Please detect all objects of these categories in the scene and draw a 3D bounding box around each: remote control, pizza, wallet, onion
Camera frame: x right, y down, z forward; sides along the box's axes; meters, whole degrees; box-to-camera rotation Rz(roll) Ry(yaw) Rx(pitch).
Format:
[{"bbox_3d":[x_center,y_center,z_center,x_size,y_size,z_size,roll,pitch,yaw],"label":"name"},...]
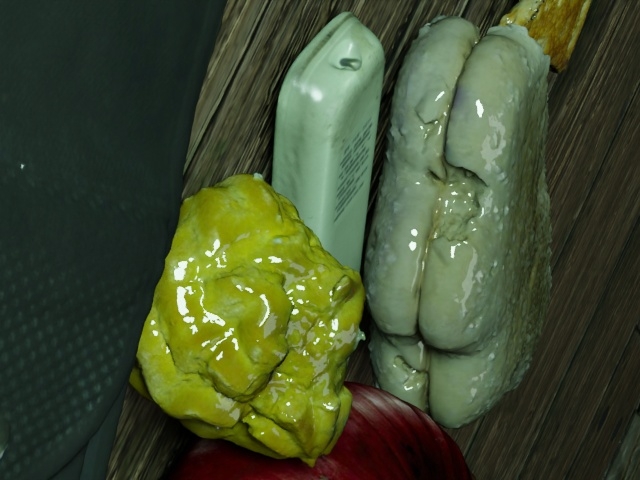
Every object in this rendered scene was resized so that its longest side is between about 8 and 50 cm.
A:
[{"bbox_3d":[0.000,-0.001,1.141,0.090,0.038,0.309,-53,159,-38],"label":"remote control"},{"bbox_3d":[0.165,-0.174,1.382,0.176,0.036,0.184,-49,157,-37],"label":"pizza"},{"bbox_3d":[-0.116,-0.008,0.744,0.247,0.041,0.323,20,82,-69],"label":"wallet"},{"bbox_3d":[-0.023,0.219,1.147,0.273,0.285,0.273,18,67,-49],"label":"onion"}]

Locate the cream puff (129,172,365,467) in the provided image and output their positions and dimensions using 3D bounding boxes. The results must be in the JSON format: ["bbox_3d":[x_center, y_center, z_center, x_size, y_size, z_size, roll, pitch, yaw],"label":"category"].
[{"bbox_3d":[-0.032,0.048,1.000,0.146,0.116,0.146,-51,159,-29],"label":"cream puff"}]

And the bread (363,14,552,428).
[{"bbox_3d":[0.092,0.016,1.256,0.337,0.102,0.183,82,21,-51],"label":"bread"}]
